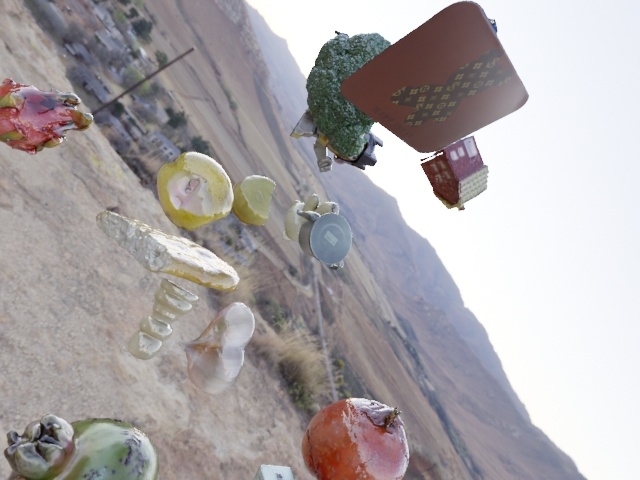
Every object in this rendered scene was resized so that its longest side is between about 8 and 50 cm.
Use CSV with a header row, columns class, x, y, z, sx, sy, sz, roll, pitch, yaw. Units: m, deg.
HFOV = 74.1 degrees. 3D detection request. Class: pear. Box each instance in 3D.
class,x,y,z,sx,sy,sz,roll,pitch,yaw
pear,-0.288,-0.115,0.974,0.178,0.178,0.178,57,7,-11

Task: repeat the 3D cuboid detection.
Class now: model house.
class,x,y,z,sx,sy,sz,roll,pitch,yaw
model house,0.530,-0.248,1.633,0.160,0.196,0.254,-13,-79,59

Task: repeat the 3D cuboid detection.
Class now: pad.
class,x,y,z,sx,sy,sz,roll,pitch,yaw
pad,0.162,-0.193,0.564,0.267,0.181,0.004,14,59,-50

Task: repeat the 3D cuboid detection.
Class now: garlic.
class,x,y,z,sx,sy,sz,roll,pitch,yaw
garlic,-0.193,0.202,0.828,0.124,0.175,0.099,20,-7,32

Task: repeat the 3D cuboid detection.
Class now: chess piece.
class,x,y,z,sx,sy,sz,roll,pitch,yaw
chess piece,-0.612,0.307,1.614,0.167,0.300,0.167,29,-14,8

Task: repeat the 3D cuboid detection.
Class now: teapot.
class,x,y,z,sx,sy,sz,roll,pitch,yaw
teapot,0.000,0.000,1.387,0.149,0.162,0.239,4,-49,55

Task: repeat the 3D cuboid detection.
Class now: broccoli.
class,x,y,z,sx,sy,sz,roll,pitch,yaw
broccoli,0.097,-0.329,0.981,0.254,0.269,0.269,34,-14,48

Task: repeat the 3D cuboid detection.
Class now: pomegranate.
class,x,y,z,sx,sy,sz,roll,pitch,yaw
pomegranate,-0.467,0.444,0.784,0.285,0.284,0.341,-112,-170,-54

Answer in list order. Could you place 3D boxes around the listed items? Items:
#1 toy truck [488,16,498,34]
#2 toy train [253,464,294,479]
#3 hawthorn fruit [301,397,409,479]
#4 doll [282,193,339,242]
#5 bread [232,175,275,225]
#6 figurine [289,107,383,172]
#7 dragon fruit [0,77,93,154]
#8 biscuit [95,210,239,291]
class,x,y,z,sx,sy,sz,roll,pitch,yaw
toy truck,0.363,-0.421,1.026,0.113,0.126,0.208,-66,157,-60
toy train,-0.172,0.731,0.995,0.086,0.407,0.088,20,7,-26
hawthorn fruit,0.112,0.525,1.088,0.276,0.307,0.276,35,23,-17
doll,-0.016,-0.067,1.599,0.149,0.175,0.278,27,-17,-38
bread,-0.199,-0.125,1.244,0.125,0.086,0.156,30,52,-26
figurine,0.064,-0.343,1.369,0.308,0.308,0.143,51,50,-47
dragon fruit,-0.547,-0.238,0.816,0.150,0.207,0.133,111,-24,-63
biscuit,-0.465,0.047,1.415,0.429,0.104,0.446,24,-3,44
